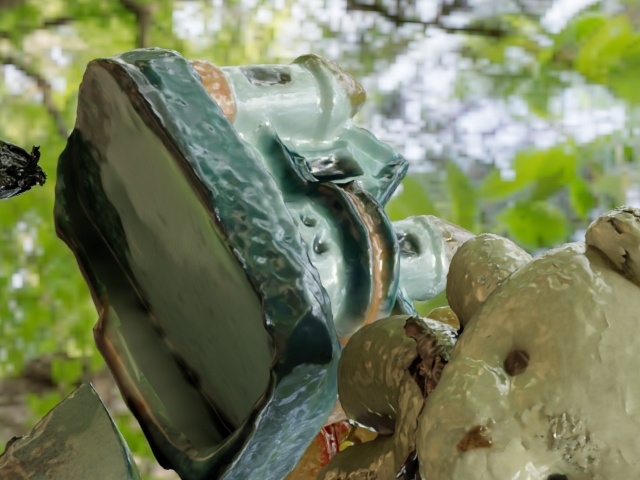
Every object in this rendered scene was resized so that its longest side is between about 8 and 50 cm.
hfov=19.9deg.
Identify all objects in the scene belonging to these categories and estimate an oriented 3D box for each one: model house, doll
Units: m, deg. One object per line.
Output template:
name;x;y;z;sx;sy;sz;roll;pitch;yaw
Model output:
model house;0.000;0.000;1.159;0.253;0.291;0.184;57;-44;27
doll;0.073;0.091;0.895;0.278;0.149;0.175;-19;-92;56

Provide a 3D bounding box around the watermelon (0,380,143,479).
watermelon;-0.199;0.270;1.090;0.320;0.214;0.289;-54;-149;42

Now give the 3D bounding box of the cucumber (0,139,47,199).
cucumber;-0.259;-0.041;1.113;0.053;0.181;0.053;-178;-90;-77

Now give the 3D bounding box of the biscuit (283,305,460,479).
biscuit;0.071;0.141;1.414;0.041;0.239;0.212;64;-2;-37
